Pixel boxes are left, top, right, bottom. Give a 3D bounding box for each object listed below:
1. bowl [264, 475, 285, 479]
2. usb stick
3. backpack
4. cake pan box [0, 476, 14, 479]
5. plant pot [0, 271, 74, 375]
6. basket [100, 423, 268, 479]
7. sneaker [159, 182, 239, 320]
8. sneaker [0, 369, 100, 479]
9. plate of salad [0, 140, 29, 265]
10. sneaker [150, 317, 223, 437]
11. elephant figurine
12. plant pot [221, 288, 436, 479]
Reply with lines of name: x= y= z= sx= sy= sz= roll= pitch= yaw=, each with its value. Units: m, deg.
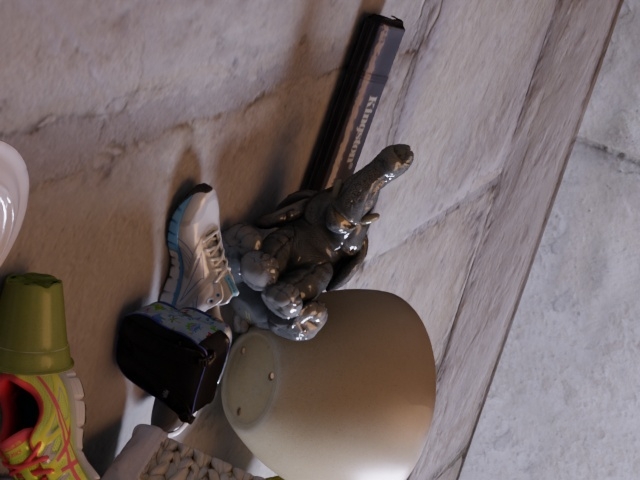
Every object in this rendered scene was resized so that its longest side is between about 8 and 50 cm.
bowl: x=-0.105 y=0.440 z=1.858 sx=0.289 sy=0.156 sz=0.289 roll=-50 pitch=154 yaw=-35
usb stick: x=0.041 y=-0.158 z=1.714 sx=0.077 sy=0.045 sz=0.278 roll=-10 pitch=122 yaw=-67
backpack: x=-0.158 y=0.121 z=1.436 sx=0.084 sy=0.114 sz=0.105 roll=-33 pitch=145 yaw=-56
cake pan box: x=-0.360 y=0.355 z=1.270 sx=0.267 sy=0.070 sz=0.246 roll=-64 pitch=157 yaw=-2
plant pot: x=-0.260 y=0.072 z=1.199 sx=0.083 sy=0.083 sz=0.079 roll=-16 pitch=115 yaw=-64
basket: x=-0.164 y=0.441 z=1.432 sx=0.328 sy=0.266 sz=0.331 roll=-65 pitch=176 yaw=-68
sneaker: x=-0.123 y=0.026 z=1.466 sx=0.071 sy=0.083 sz=0.191 roll=-38 pitch=145 yaw=-48
sneaker: x=-0.263 y=0.211 z=1.240 sx=0.081 sy=0.209 sz=0.094 roll=-28 pitch=155 yaw=20
plate of salad: x=-0.307 y=0.001 z=1.037 sx=0.200 sy=0.048 sz=0.200 roll=-46 pitch=159 yaw=-23
sneaker: x=-0.168 y=0.149 z=1.544 sx=0.065 sy=0.061 sz=0.158 roll=36 pitch=71 yaw=-55
elephant figurine: x=0.000 y=0.000 z=1.609 sx=0.239 sy=0.186 sz=0.169 roll=-45 pitch=130 yaw=-25
plant pot: x=-0.014 y=0.189 z=1.713 sx=0.191 sy=0.284 sz=0.284 roll=14 pitch=102 yaw=-35
